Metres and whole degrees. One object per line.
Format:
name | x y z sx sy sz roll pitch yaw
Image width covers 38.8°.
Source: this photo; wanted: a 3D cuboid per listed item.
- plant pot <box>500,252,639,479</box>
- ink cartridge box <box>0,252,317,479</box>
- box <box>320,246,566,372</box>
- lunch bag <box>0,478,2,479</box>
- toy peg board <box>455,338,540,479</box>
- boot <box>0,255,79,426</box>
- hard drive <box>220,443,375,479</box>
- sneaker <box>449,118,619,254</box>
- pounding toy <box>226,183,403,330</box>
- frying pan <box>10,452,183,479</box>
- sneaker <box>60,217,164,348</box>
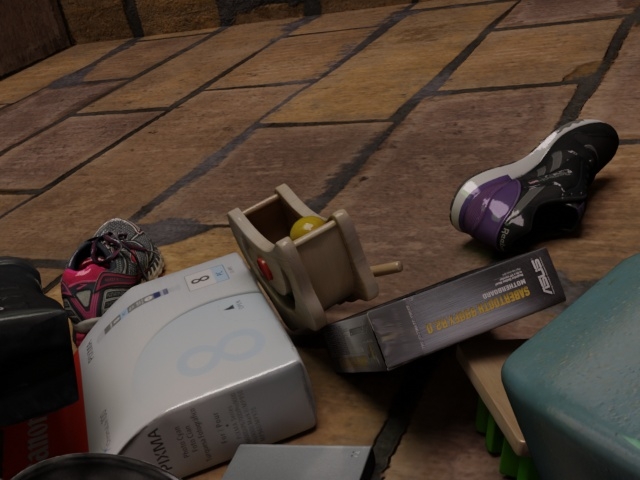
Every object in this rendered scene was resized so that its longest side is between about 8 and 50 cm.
plant pot | 0.264 0.131 0.574 0.247 0.247 0.252 -35 27 -19
ink cartridge box | -0.227 0.156 0.991 0.384 0.091 0.308 -17 25 -11
box | 0.110 0.075 0.905 0.183 0.056 0.231 -20 -5 -14
lunch bag | -0.417 0.277 0.751 0.223 0.160 0.262 1 34 31
toy peg board | 0.216 0.158 0.798 0.160 0.079 0.161 -1 23 -10
boot | -0.460 0.138 0.985 0.366 0.146 0.445 -25 17 -17
hard drive | -0.026 0.223 0.824 0.135 0.022 0.094 -4 26 20
sneaker | 0.314 -0.060 1.190 0.283 0.107 0.124 -30 43 -24
pounding toy | 0.000 0.000 1.014 0.154 0.154 0.269 -28 2 -14
frying pan | -0.221 0.244 0.698 0.326 0.053 0.197 3 28 -37
sneaker | -0.288 0.033 1.259 0.120 0.112 0.299 -14 24 -2
